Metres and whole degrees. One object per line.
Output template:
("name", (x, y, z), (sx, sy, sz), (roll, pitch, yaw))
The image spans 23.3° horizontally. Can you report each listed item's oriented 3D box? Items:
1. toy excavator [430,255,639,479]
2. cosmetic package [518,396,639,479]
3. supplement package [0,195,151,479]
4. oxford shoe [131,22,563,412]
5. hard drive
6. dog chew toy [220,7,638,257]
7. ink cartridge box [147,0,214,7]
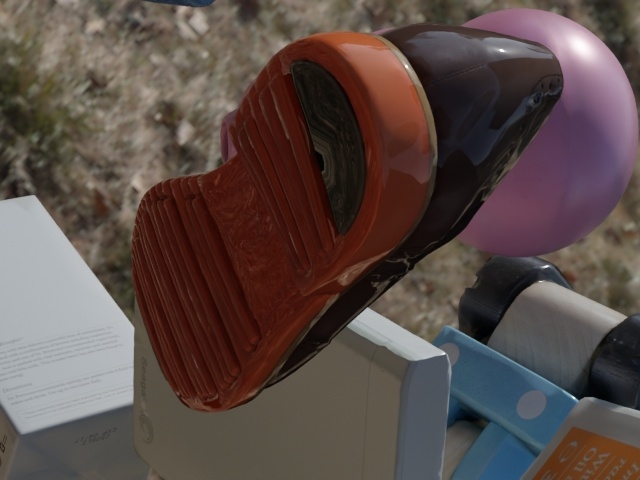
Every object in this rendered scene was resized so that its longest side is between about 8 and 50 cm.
("toy excavator", (0.129, 0.224, 1.324), (0.445, 0.222, 0.433), (-55, 132, -7))
("cosmetic package", (0.176, 0.216, 0.580), (0.161, 0.453, 0.230), (42, 80, -12))
("supplement package", (-0.299, 0.122, 1.491), (0.177, 0.175, 0.293), (-12, 48, -38))
("oxford shoe", (0.000, 0.000, 0.608), (0.098, 0.271, 0.097), (-16, 79, -29))
("hard drive", (-0.032, 0.112, 1.012), (0.040, 0.307, 0.203), (-11, 114, -34))
("dog chew toy", (0.084, -0.085, 1.270), (0.332, 0.206, 0.206), (-3, 62, -13))
("ink cartridge box", (-0.098, -0.229, 0.319), (0.307, 0.129, 0.223), (36, 86, -29))
